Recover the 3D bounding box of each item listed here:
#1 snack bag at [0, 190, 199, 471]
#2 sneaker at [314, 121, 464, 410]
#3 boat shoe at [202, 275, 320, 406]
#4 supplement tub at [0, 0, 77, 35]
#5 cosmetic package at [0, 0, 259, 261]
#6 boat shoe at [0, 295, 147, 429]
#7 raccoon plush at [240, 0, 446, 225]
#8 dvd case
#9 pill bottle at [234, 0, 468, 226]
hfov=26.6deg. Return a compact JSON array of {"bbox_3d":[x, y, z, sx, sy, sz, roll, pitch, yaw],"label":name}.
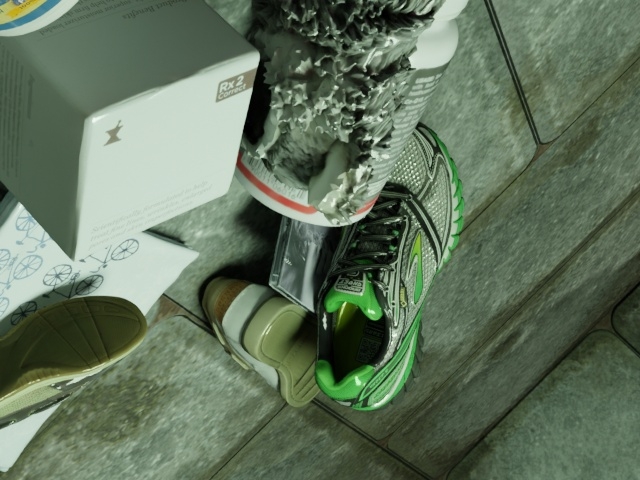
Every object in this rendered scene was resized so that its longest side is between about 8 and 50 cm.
[{"bbox_3d":[-0.304,0.107,1.329,0.342,0.037,0.323,-48,156,8],"label":"snack bag"},{"bbox_3d":[0.075,0.027,1.539,0.146,0.134,0.344,12,86,-69],"label":"sneaker"},{"bbox_3d":[-0.056,0.115,1.652,0.113,0.103,0.302,-52,157,-12],"label":"boat shoe"},{"bbox_3d":[-0.229,-0.217,0.798,0.144,0.144,0.199,-48,156,8],"label":"supplement tub"},{"bbox_3d":[-0.168,-0.116,1.007,0.151,0.184,0.151,-27,150,-34],"label":"cosmetic package"},{"bbox_3d":[-0.270,0.122,1.277,0.223,0.080,0.073,-25,156,-28],"label":"boat shoe"},{"bbox_3d":[0.097,-0.192,1.003,0.446,0.299,0.216,-12,-165,27],"label":"raccoon plush"},{"bbox_3d":[0.000,0.000,1.549,0.221,0.018,0.165,43,56,-66],"label":"dvd case"},{"bbox_3d":[0.031,-0.166,1.270,0.161,0.161,0.283,-17,144,-46],"label":"pill bottle"}]
